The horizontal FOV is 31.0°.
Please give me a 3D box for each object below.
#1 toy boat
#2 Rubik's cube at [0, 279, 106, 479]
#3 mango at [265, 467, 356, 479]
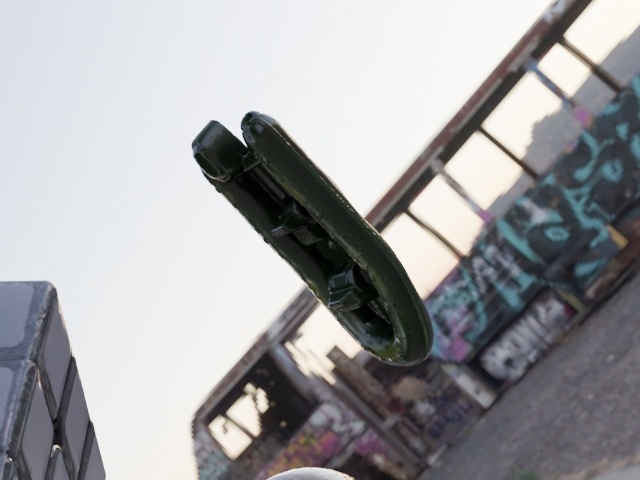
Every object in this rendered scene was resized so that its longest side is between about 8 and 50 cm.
[{"bbox_3d":[0.000,0.000,0.751,0.052,0.210,0.104,-48,13,-30],"label":"toy boat"},{"bbox_3d":[-0.375,0.238,1.020,0.304,0.305,0.301,-91,0,-48],"label":"Rubik's cube"},{"bbox_3d":[-0.009,0.206,0.748,0.115,0.090,0.178,-24,13,-5],"label":"mango"}]
